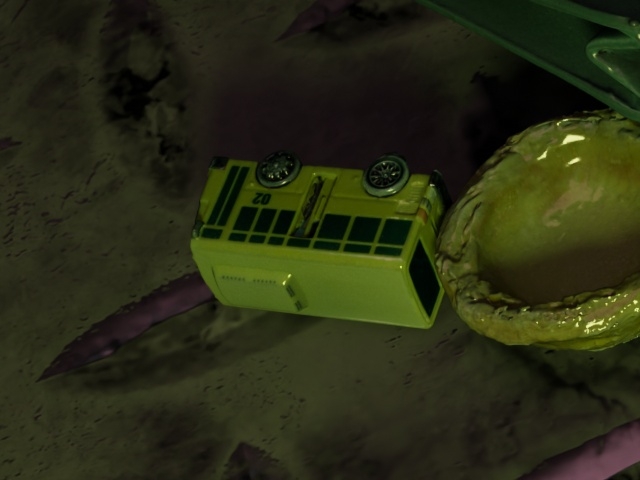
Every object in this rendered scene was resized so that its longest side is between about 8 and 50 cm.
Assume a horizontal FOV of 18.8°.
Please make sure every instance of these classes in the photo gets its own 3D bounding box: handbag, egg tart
[{"bbox_3d":[0.227,-0.192,1.347,0.268,0.100,0.274,-30,40,-29],"label":"handbag"},{"bbox_3d":[0.167,0.001,1.254,0.197,0.078,0.197,-11,47,12],"label":"egg tart"}]

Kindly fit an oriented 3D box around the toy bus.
[{"bbox_3d":[0.000,0.000,1.319,0.175,0.088,0.101,5,56,25],"label":"toy bus"}]
